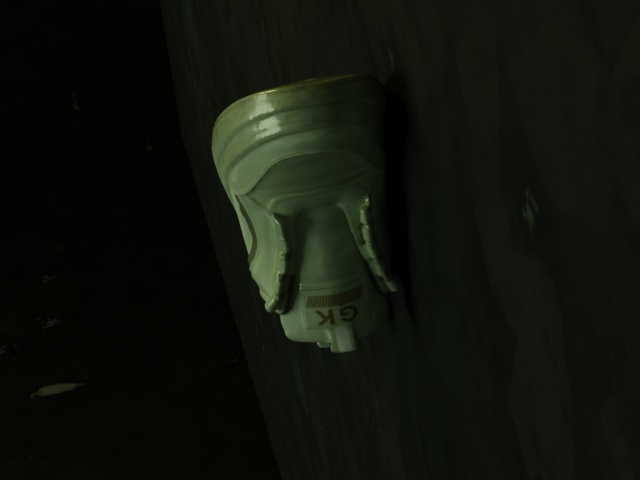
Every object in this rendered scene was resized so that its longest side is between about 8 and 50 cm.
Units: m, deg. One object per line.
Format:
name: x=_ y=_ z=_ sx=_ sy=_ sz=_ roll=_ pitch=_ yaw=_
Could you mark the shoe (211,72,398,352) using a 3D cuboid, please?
shoe: x=0.000 y=0.000 z=1.100 sx=0.316 sy=0.124 sz=0.159 roll=85 pitch=173 yaw=-76
